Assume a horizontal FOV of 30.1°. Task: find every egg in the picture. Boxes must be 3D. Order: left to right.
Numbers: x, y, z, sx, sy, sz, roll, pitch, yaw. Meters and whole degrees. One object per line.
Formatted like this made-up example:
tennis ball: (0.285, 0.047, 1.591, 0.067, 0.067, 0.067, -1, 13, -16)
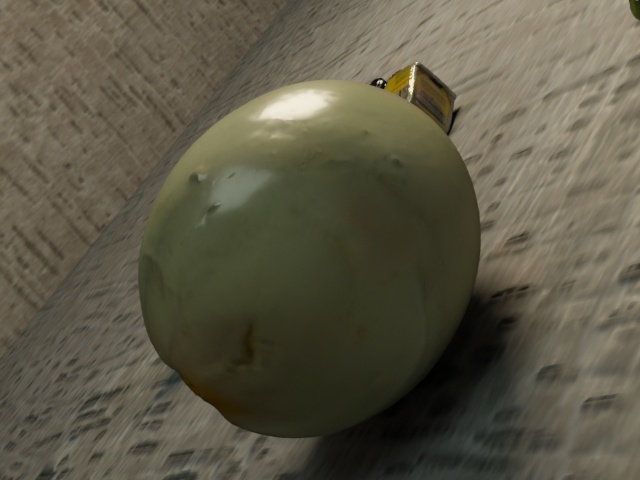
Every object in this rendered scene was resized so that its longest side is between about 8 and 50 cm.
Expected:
egg: (0.000, 0.000, 1.039, 0.283, 0.283, 0.345, -33, 16, 36)

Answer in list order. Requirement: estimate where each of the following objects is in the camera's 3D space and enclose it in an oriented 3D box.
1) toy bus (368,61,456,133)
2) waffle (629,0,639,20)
toy bus: (0.054, -0.122, 1.535, 0.268, 0.092, 0.106, -32, 31, 37)
waffle: (0.427, -0.350, 1.190, 0.317, 0.073, 0.297, -26, 31, 32)
